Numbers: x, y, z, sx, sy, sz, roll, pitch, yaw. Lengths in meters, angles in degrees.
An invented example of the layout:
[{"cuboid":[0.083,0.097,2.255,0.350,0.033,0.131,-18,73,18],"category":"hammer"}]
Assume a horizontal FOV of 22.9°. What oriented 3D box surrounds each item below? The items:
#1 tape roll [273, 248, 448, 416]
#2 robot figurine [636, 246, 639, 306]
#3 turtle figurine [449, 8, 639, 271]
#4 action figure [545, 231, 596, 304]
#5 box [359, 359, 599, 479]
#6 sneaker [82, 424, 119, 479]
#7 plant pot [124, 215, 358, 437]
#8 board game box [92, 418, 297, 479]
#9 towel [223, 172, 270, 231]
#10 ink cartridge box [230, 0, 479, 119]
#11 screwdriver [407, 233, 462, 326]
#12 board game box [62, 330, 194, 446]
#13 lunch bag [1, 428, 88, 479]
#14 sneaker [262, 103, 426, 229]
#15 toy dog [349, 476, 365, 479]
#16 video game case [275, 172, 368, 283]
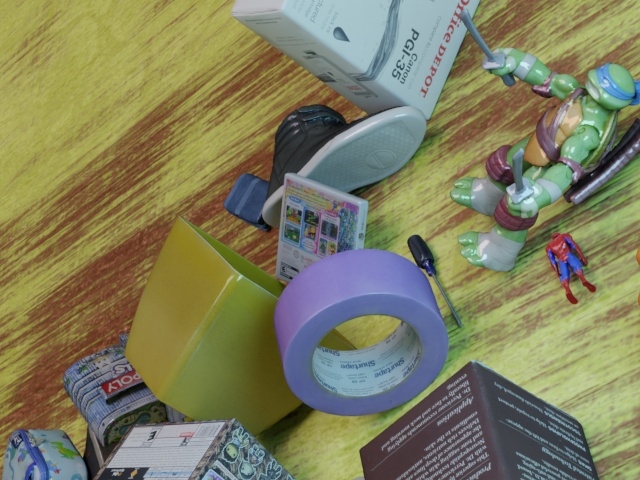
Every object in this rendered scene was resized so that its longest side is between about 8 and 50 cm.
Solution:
[{"cuboid":[0.045,0.106,1.795,0.189,0.189,0.080,-44,34,23],"category":"tape roll"},{"cuboid":[0.387,0.035,1.438,0.219,0.128,0.158,5,61,55],"category":"robot figurine"},{"cuboid":[0.199,-0.105,1.717,0.198,0.275,0.266,54,138,24],"category":"turtle figurine"},{"cuboid":[0.267,0.025,1.708,0.038,0.030,0.115,-40,31,19],"category":"action figure"},{"cuboid":[0.163,0.261,1.523,0.168,0.167,0.203,-41,36,25],"category":"box"},{"cuboid":[-0.272,0.346,2.158,0.118,0.083,0.222,114,147,-50],"category":"sneaker"},{"cuboid":[-0.119,0.126,1.973,0.187,0.212,0.212,-54,32,2],"category":"plant pot"},{"cuboid":[-0.196,0.368,1.881,0.232,0.141,0.291,-10,38,51],"category":"board game box"},{"cuboid":[-0.094,-0.057,2.274,0.067,0.029,0.119,-60,31,-2],"category":"towel"},{"cuboid":[0.054,-0.309,2.043,0.117,0.283,0.207,7,70,52],"category":"ink cartridge box"},{"cuboid":[0.137,0.051,1.880,0.170,0.024,0.025,-112,30,-45],"category":"screwdriver"},{"cuboid":[-0.228,0.196,2.144,0.194,0.060,0.194,-22,37,-21],"category":"board game box"},{"cuboid":[-0.393,0.382,2.205,0.176,0.090,0.219,41,120,58],"category":"lunch bag"},{"cuboid":[0.025,-0.140,2.105,0.296,0.105,0.146,-34,44,41],"category":"sneaker"},{"cuboid":[-0.032,0.414,1.679,0.220,0.161,0.333,-22,15,33],"category":"toy dog"},{"cuboid":[0.000,0.000,2.024,0.157,0.019,0.143,23,112,48],"category":"video game case"}]
